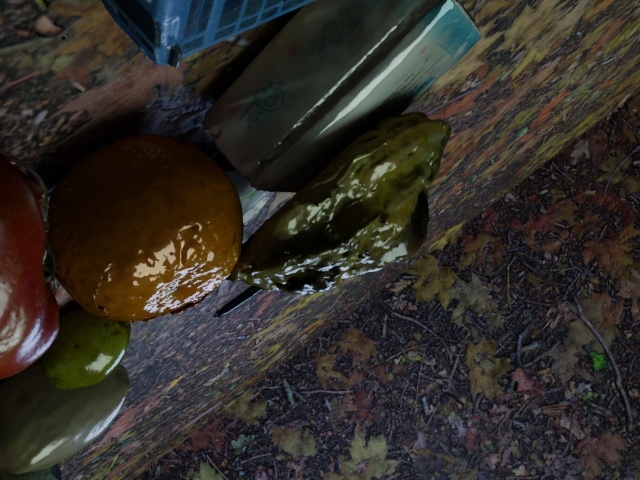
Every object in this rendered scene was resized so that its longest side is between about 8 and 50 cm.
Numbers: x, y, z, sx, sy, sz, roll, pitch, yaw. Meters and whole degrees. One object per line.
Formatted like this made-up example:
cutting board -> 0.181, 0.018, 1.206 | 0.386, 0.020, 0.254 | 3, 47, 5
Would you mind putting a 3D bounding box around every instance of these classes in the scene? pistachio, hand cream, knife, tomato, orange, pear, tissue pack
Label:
pistachio -> -0.387, 0.242, 1.139 | 0.238, 0.137, 0.153 | -25, 127, -48
hand cream -> -0.125, -0.051, 1.016 | 0.121, 0.076, 0.336 | -41, 174, 18
knife -> -0.163, 0.123, 1.589 | 0.121, 0.018, 0.031 | -35, 174, -10
tomato -> -0.275, 0.017, 0.589 | 0.151, 0.187, 0.187 | -6, 153, -26
orange -> -0.171, -0.014, 0.764 | 0.193, 0.161, 0.193 | -27, 151, -16
pear -> -0.315, 0.140, 1.054 | 0.131, 0.107, 0.107 | -51, 166, 5
tissue pack -> 0.028, -0.175, 0.830 | 0.271, 0.124, 0.201 | -43, 167, 17

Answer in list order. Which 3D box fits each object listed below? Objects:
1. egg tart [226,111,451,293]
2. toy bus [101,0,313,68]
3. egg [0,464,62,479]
egg tart -> 0.032, -0.017, 0.859 | 0.297, 0.132, 0.297 | -35, 176, -3
toy bus -> -0.045, -0.214, 0.515 | 0.234, 0.116, 0.133 | -33, 170, -30
egg -> -0.550, 0.447, 1.392 | 0.181, 0.141, 0.141 | -24, 163, -22
